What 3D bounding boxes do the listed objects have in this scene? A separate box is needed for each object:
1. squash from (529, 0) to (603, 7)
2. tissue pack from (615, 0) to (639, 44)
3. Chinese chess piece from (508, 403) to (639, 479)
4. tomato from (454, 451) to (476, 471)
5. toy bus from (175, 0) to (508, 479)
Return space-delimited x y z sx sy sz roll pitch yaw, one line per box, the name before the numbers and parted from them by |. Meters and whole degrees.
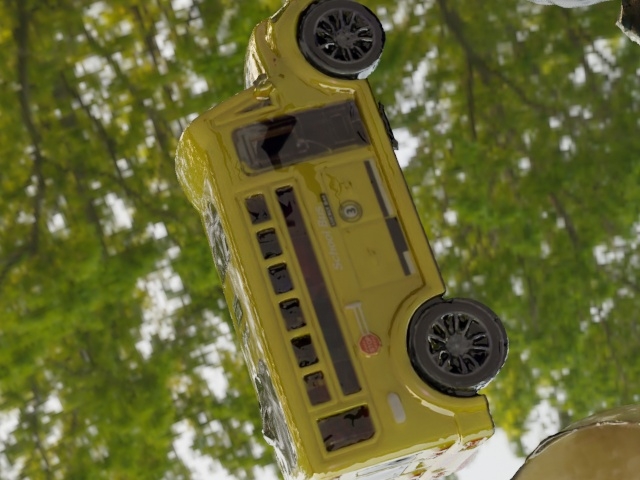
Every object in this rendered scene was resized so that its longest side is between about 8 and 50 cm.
squash | 0.157 -0.244 0.818 0.193 0.193 0.156 -3 -170 16
tissue pack | 0.428 -0.333 0.999 0.264 0.416 0.253 -14 -144 -34
Chinese chess piece | 0.238 0.243 0.911 0.104 0.257 0.257 6 -165 -46
tomato | 0.131 0.215 1.805 0.095 0.236 0.237 -47 -135 -15
toy bus | 0.000 0.000 0.860 0.151 0.145 0.331 -15 -109 -13
